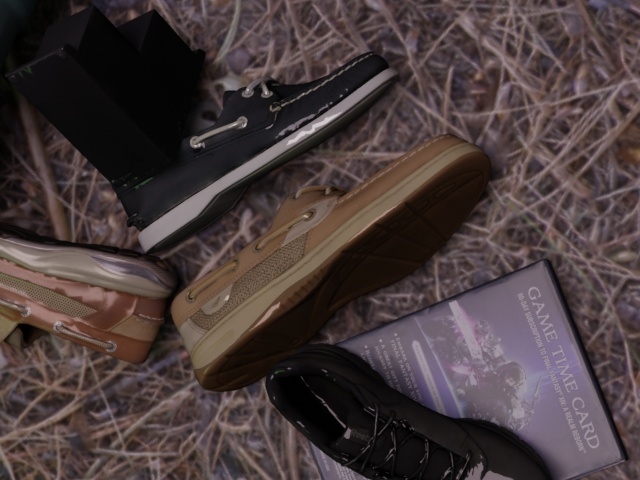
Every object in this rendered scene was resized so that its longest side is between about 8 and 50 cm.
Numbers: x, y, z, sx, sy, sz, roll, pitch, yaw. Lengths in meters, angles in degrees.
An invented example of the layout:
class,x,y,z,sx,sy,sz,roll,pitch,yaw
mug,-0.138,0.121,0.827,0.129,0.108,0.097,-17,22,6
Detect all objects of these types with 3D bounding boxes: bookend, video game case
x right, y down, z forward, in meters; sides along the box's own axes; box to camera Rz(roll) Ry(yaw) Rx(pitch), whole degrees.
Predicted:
class,x,y,z,sx,sy,sz,roll,pitch,yaw
bookend,-0.194,-0.161,1.662,0.072,0.157,0.156,-21,39,31
video game case,0.119,0.158,1.655,0.274,0.026,0.196,-23,81,15

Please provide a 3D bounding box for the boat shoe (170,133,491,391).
class,x,y,z,sx,sy,sz,roll,pitch,yaw
boat shoe,0.000,0.000,1.649,0.341,0.121,0.110,-37,61,13

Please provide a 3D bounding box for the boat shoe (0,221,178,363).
class,x,y,z,sx,sy,sz,roll,pitch,yaw
boat shoe,-0.300,0.047,1.749,0.324,0.123,0.116,12,94,20

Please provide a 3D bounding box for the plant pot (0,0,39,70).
class,x,y,z,sx,sy,sz,roll,pitch,yaw
plant pot,-0.438,-0.171,1.645,0.341,0.341,0.334,11,76,18

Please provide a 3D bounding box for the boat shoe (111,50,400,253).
class,x,y,z,sx,sy,sz,roll,pitch,yaw
boat shoe,-0.068,-0.100,1.680,0.302,0.114,0.091,-33,84,14

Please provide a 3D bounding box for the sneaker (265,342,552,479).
class,x,y,z,sx,sy,sz,roll,pitch,yaw
sneaker,0.070,0.185,1.590,0.286,0.130,0.109,24,93,17
